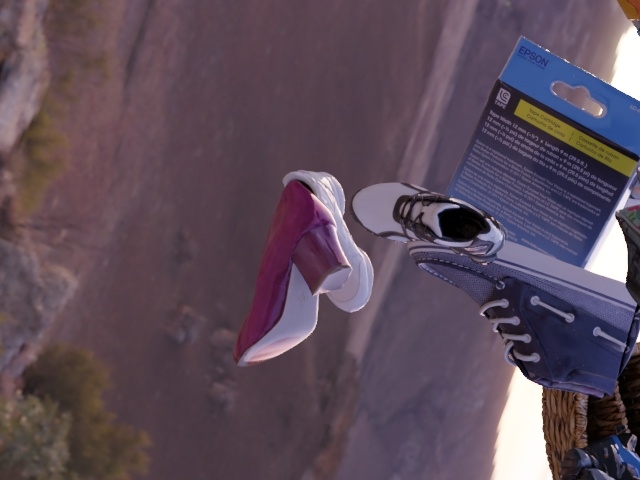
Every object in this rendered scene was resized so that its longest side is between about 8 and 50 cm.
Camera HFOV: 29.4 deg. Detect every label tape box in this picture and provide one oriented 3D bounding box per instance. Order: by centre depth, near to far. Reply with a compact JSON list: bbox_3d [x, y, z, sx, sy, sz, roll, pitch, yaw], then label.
[{"bbox_3d":[0.352,-0.110,1.874,0.115,0.249,0.348,-28,146,-58],"label":"label tape box"}]

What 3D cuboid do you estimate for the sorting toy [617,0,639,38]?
[{"bbox_3d":[0.487,-0.307,1.691,0.038,0.208,0.193,-39,-157,-14],"label":"sorting toy"}]

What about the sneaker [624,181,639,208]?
[{"bbox_3d":[0.620,-0.105,2.112,0.108,0.271,0.100,-56,-133,45],"label":"sneaker"}]

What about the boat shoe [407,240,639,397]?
[{"bbox_3d":[0.266,0.100,1.638,0.127,0.340,0.158,104,3,-77],"label":"boat shoe"}]

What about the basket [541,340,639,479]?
[{"bbox_3d":[0.499,0.314,1.933,0.223,0.213,0.299,-18,-98,53],"label":"basket"}]

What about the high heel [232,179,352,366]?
[{"bbox_3d":[-0.073,0.068,2.080,0.127,0.181,0.377,-6,150,-40],"label":"high heel"}]

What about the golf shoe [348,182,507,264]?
[{"bbox_3d":[0.126,-0.034,1.461,0.094,0.198,0.077,50,56,-71],"label":"golf shoe"}]

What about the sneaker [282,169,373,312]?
[{"bbox_3d":[0.000,0.000,2.366,0.114,0.305,0.152,-31,157,25],"label":"sneaker"}]

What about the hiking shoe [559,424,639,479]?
[{"bbox_3d":[0.475,0.398,1.722,0.132,0.304,0.113,-23,151,-19],"label":"hiking shoe"}]

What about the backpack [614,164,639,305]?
[{"bbox_3d":[0.421,0.012,1.165,0.253,0.225,0.191,-107,-176,-63],"label":"backpack"}]
